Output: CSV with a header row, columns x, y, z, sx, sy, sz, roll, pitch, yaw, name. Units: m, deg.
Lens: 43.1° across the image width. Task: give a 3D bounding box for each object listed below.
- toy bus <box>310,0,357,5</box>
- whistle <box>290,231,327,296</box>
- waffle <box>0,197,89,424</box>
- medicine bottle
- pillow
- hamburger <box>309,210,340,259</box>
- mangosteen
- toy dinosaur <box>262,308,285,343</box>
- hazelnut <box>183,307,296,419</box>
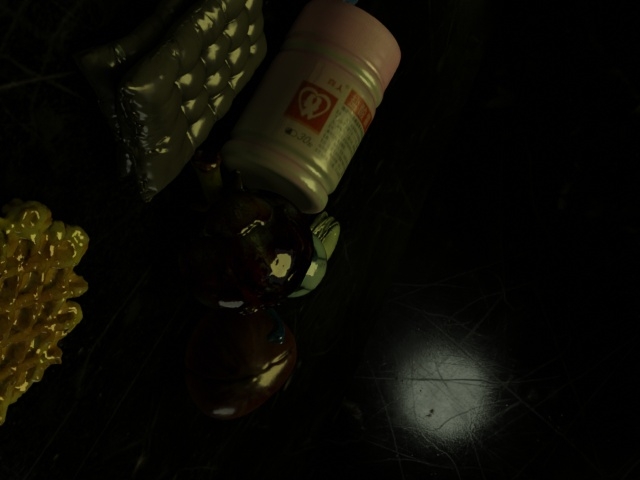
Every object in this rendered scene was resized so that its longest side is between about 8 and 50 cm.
x,y,z,sx,sy,sz,roll,pitch,yaw,name
0.021,-0.482,1.322,0.079,0.094,0.236,-59,163,-25,toy bus
-0.052,0.043,1.730,0.163,0.163,0.289,-68,164,6,whistle
-0.374,0.096,0.901,0.325,0.068,0.302,-59,163,-31,waffle
-0.014,-0.226,1.380,0.316,0.202,0.202,-62,164,-13,medicine bottle
-0.169,-0.238,1.050,0.326,0.101,0.228,-56,165,-28,pillow
0.000,0.000,2.017,0.133,0.062,0.140,-49,159,-44,hamburger
-0.133,-0.019,1.323,0.231,0.231,0.289,-41,119,-57,mangosteen
-0.102,0.055,1.525,0.248,0.188,0.075,-60,169,-28,toy dinosaur
-0.158,0.235,1.547,0.229,0.229,0.229,-57,162,-30,hazelnut
